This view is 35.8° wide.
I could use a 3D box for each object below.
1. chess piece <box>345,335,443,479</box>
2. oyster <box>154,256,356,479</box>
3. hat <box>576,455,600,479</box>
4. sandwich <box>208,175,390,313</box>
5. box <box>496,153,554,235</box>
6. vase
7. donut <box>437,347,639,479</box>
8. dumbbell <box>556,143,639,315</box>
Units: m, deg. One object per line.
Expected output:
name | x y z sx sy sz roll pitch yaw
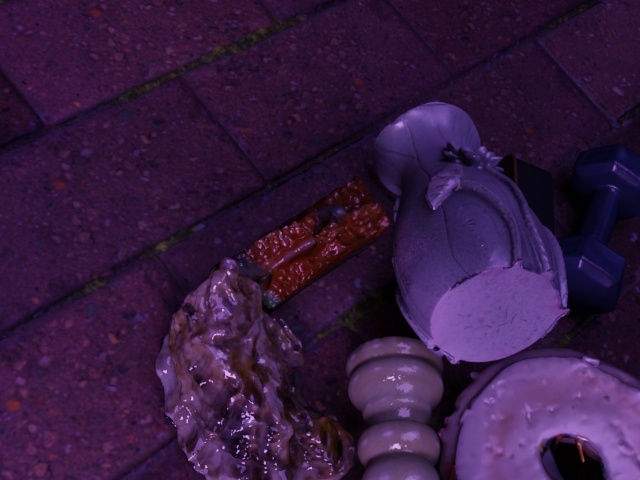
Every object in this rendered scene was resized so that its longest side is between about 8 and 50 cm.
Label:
chess piece | 0.106 0.274 1.375 0.144 0.144 0.251 16 46 -15
oyster | -0.095 0.195 1.361 0.238 0.115 0.351 -16 92 -34
hat | 0.530 0.406 1.533 0.252 0.110 0.252 12 56 -18
sandwich | 0.000 -0.001 1.490 0.292 0.212 0.109 -34 93 -48
box | 0.326 -0.028 1.679 0.090 0.144 0.201 18 55 -18
vase | 0.206 -0.028 1.514 0.250 0.250 0.445 11 36 -18
donut | 0.350 0.341 1.426 0.382 0.142 0.383 1 57 -2
dumbbell | 0.486 -0.022 1.746 0.144 0.160 0.325 16 51 20
